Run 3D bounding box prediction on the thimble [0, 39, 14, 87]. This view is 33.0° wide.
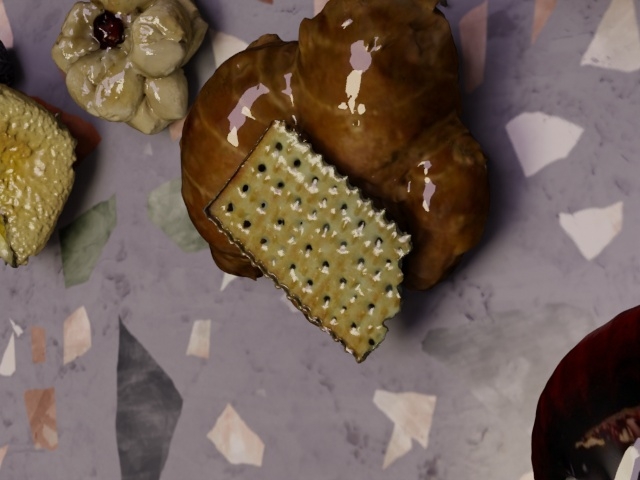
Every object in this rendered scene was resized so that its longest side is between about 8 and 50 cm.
[{"bbox_3d":[-0.441,-0.210,1.366,0.104,0.095,0.066,-22,80,-7],"label":"thimble"}]

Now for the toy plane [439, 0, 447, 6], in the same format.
[{"bbox_3d":[0.083,-0.222,1.041,0.120,0.049,0.031,-31,68,8],"label":"toy plane"}]

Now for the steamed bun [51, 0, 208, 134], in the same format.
[{"bbox_3d":[-0.215,-0.210,1.187,0.192,0.106,0.177,54,126,19],"label":"steamed bun"}]

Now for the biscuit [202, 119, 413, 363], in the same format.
[{"bbox_3d":[0.000,0.000,0.951,0.203,0.016,0.144,42,124,3],"label":"biscuit"}]

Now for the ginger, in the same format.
[{"bbox_3d":[0.005,-0.068,1.018,0.357,0.152,0.274,-22,102,34],"label":"ginger"}]

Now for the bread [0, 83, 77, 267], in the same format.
[{"bbox_3d":[-0.355,-0.109,1.267,0.174,0.133,0.252,20,128,61],"label":"bread"}]

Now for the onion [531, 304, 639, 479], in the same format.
[{"bbox_3d":[0.296,0.143,0.784,0.273,0.285,0.273,11,125,16],"label":"onion"}]
